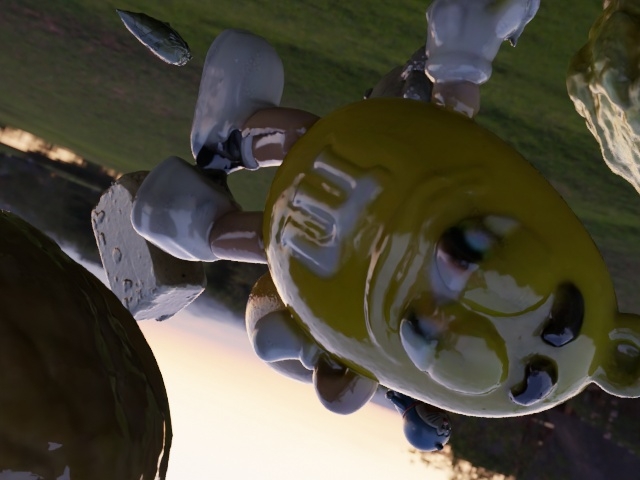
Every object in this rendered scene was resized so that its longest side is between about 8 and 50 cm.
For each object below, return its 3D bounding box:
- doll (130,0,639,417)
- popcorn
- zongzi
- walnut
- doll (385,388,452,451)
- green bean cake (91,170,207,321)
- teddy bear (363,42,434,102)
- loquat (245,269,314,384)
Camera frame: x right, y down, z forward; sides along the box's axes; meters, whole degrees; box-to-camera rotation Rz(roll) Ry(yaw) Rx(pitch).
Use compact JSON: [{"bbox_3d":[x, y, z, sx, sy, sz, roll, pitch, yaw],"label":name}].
[{"bbox_3d":[0.034,-0.036,0.677,0.423,0.348,0.161,-10,172,35],"label":"doll"},{"bbox_3d":[0.463,-0.166,1.124,0.293,0.292,0.334,9,-145,-4],"label":"popcorn"},{"bbox_3d":[-0.290,-0.355,1.513,0.109,0.055,0.119,45,-164,31],"label":"zongzi"},{"bbox_3d":[-0.260,0.128,0.614,0.332,0.333,0.333,20,174,2],"label":"walnut"},{"bbox_3d":[0.180,0.316,1.547,0.114,0.085,0.152,15,-151,-36],"label":"doll"},{"bbox_3d":[-0.226,0.008,1.130,0.085,0.179,0.109,0,152,-46],"label":"green bean cake"},{"bbox_3d":[0.141,-0.182,1.323,0.151,0.236,0.267,4,-161,-6],"label":"teddy bear"},{"bbox_3d":[-0.001,0.129,1.528,0.263,0.263,0.263,20,174,2],"label":"loquat"}]
